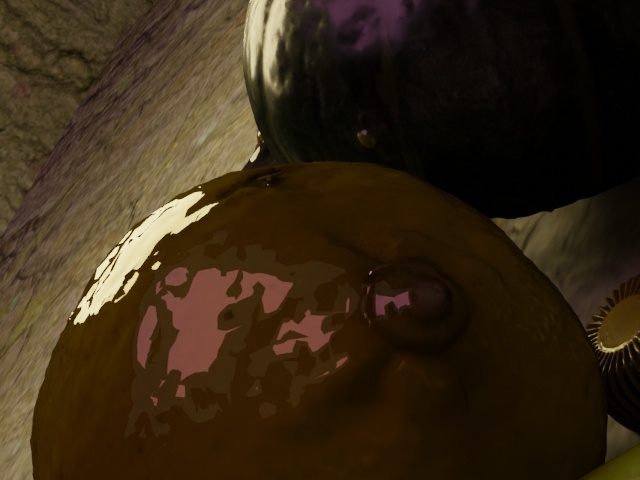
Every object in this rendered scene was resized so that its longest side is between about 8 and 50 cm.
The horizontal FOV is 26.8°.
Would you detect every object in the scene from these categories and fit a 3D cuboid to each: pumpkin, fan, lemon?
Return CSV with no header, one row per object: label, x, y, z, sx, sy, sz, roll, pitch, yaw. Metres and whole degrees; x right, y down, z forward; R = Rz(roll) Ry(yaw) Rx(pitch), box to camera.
pumpkin,0.100,-0.135,0.821,0.300,0.207,0.300,-12,20,5
fan,0.187,0.026,0.660,0.155,0.039,0.082,-47,19,18
lemon,0.001,0.096,0.633,0.322,0.268,0.268,-39,23,51

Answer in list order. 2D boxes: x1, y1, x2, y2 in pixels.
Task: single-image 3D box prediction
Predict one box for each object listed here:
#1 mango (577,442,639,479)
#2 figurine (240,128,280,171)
mango,0.108,0.187,0.398,0.185,0.149,0.273,-1,63,67
figurine,0.003,-0.024,0.978,0.204,0.185,0.332,88,-162,-58
